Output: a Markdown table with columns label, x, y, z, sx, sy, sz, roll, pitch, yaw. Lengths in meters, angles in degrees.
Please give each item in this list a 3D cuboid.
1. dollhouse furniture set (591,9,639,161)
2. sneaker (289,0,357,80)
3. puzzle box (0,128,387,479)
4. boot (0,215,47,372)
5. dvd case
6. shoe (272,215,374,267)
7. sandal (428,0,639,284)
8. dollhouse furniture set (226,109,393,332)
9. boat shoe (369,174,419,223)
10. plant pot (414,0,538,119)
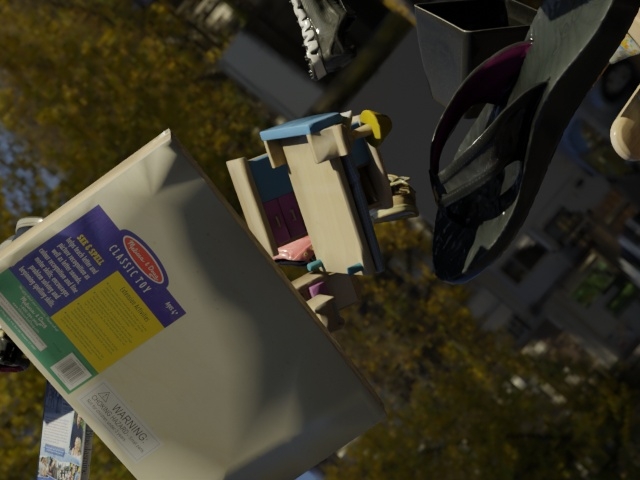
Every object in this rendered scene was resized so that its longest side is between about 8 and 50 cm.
| label | x | y | z | sx | sy | sz | roll | pitch | yaw |
| --- | --- | --- | --- | --- | --- | --- | --- | --- | --- |
| dollhouse furniture set | 0.520 | -0.142 | 1.435 | 0.394 | 0.256 | 0.362 | 45 | 155 | -15 |
| sneaker | 0.006 | -0.398 | 1.970 | 0.078 | 0.106 | 0.234 | 55 | -160 | -77 |
| puzzle box | -0.148 | 0.114 | 1.243 | 0.409 | 0.272 | 0.052 | 54 | -174 | -19 |
| boot | -0.378 | 0.073 | 1.469 | 0.085 | 0.178 | 0.236 | 16 | 159 | -26 |
| dvd case | -0.452 | 0.362 | 2.006 | 0.022 | 0.253 | 0.180 | 9 | 173 | -36 |
| shoe | 0.000 | 0.000 | 1.808 | 0.178 | 0.081 | 0.063 | -2 | 164 | 19 |
| sandal | 0.205 | -0.149 | 1.283 | 0.107 | 0.445 | 0.167 | 13 | -149 | -20 |
| dollhouse furniture set | 0.058 | -0.031 | 1.417 | 0.303 | 0.198 | 0.286 | -1 | 110 | 65 |
| boat shoe | 0.134 | -0.084 | 2.233 | 0.285 | 0.105 | 0.089 | -120 | 22 | -86 |
| plant pot | 0.279 | -0.309 | 1.935 | 0.188 | 0.167 | 0.187 | -10 | -151 | -21 |
